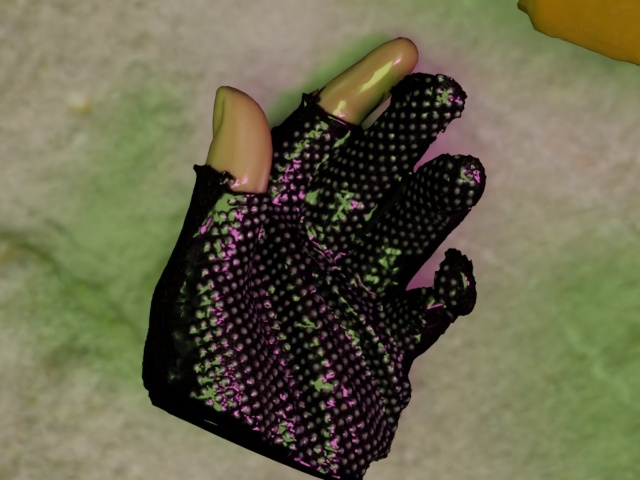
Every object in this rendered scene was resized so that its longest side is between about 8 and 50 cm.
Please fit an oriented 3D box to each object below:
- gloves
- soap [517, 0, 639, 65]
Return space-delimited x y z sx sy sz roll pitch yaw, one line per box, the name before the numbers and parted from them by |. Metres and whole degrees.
gloves | 0.001 0.001 0.590 0.129 0.106 0.180 24 78 -1
soap | 0.250 -0.116 0.494 0.324 0.096 0.204 19 122 1
